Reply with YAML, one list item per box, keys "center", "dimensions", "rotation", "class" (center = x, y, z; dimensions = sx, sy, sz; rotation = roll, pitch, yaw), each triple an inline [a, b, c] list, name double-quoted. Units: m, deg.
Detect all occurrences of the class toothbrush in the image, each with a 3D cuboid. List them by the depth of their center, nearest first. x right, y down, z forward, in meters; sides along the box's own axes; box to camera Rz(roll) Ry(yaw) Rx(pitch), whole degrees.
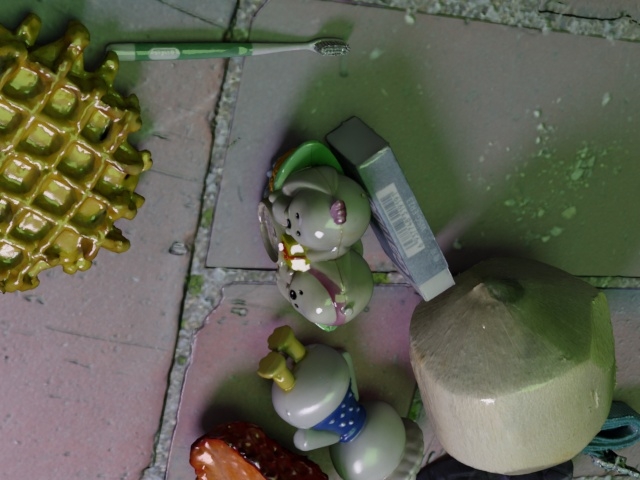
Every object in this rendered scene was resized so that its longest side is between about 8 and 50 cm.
- center: [-0.090, -0.193, 1.129]
  dimensions: [0.257, 0.024, 0.018]
  rotation: [-4, 119, -20]
  class: "toothbrush"

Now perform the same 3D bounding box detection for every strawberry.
- center: [-0.054, 0.293, 1.349]
  dimensions: [0.111, 0.190, 0.236]
  rotation: [-51, 120, -42]
  class: "strawberry"

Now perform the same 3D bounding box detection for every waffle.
- center: [-0.290, -0.073, 1.076]
  dimensions: [0.260, 0.069, 0.292]
  rotation: [-10, 121, -16]
  class: "waffle"

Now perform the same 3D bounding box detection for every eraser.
- center: [0.080, -0.032, 1.245]
  dimensions: [0.046, 0.092, 0.212]
  rotation: [-33, 124, -5]
  class: "eraser"

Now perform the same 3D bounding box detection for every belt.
- center: [0.372, 0.280, 1.562]
  dimensions: [0.179, 0.065, 0.100]
  rotation: [3, 106, -23]
  class: "belt"

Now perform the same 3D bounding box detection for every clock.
- center: [0.000, 0.000, 1.197]
  dimensions: [0.103, 0.144, 0.231]
  rotation: [-16, 122, -14]
  class: "clock"

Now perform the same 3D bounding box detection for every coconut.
- center: [0.228, 0.135, 1.315]
  dimensions: [0.245, 0.245, 0.247]
  rotation: [-21, 130, -13]
  class: "coconut"

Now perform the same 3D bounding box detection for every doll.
- center: [0.029, 0.216, 1.347]
  dimensions: [0.293, 0.119, 0.138]
  rotation: [46, 51, -31]
  class: "doll"

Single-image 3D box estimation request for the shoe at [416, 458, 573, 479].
- center: [0.226, 0.364, 1.512]
  dimensions: [0.245, 0.095, 0.137]
  rotation: [-16, 128, -1]
  class: "shoe"
